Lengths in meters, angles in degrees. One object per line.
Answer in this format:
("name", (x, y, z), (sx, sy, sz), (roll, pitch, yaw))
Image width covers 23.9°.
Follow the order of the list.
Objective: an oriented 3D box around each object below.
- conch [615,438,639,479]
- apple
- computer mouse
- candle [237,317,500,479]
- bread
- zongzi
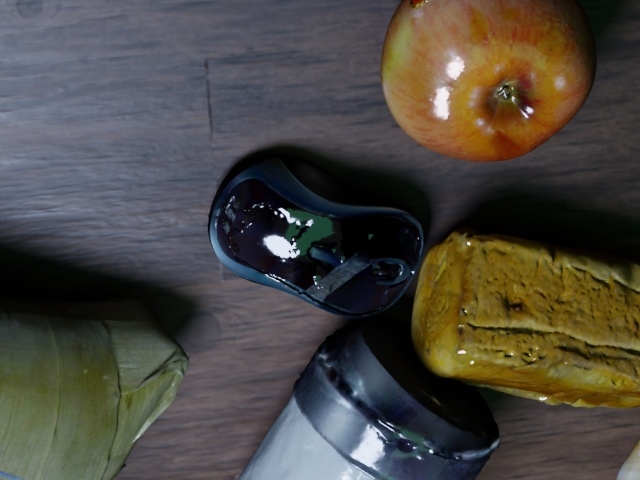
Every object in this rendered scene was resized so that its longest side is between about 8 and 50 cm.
("conch", (0.400, 0.340, 1.776), (0.158, 0.127, 0.255), (-1, 115, -9))
("apple", (0.160, -0.172, 1.451), (0.209, 0.164, 0.209), (-4, 131, -5))
("computer mouse", (0.000, 0.000, 1.553), (0.233, 0.096, 0.137), (16, 112, -16))
("candle", (0.025, 0.267, 1.623), (0.221, 0.221, 0.342), (26, 110, -21))
("bread", (0.249, 0.082, 1.598), (0.294, 0.167, 0.132), (11, 158, -19))
("zongzi", (-0.368, 0.220, 1.529), (0.356, 0.174, 0.393), (11, 121, -35))
